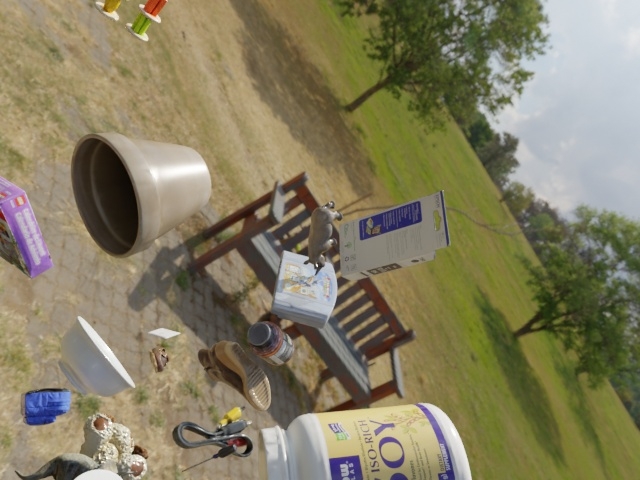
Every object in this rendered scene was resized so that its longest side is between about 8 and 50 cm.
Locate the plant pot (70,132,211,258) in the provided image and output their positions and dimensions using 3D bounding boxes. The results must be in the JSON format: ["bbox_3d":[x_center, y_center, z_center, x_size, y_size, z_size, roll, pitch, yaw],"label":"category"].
[{"bbox_3d":[-0.466,-0.146,1.421,0.280,0.323,0.323,-25,84,-47],"label":"plant pot"}]

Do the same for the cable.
[{"bbox_3d":[-0.287,0.545,1.428,0.287,0.072,0.139,7,62,-52],"label":"cable"}]

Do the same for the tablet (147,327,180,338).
[{"bbox_3d":[-0.452,0.267,1.501,0.054,0.083,0.006,-13,104,-53],"label":"tablet"}]

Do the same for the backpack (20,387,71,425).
[{"bbox_3d":[-0.768,0.463,1.461,0.120,0.098,0.101,3,80,-38],"label":"backpack"}]

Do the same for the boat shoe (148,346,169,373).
[{"bbox_3d":[-0.639,0.469,2.075,0.207,0.073,0.073,-162,-115,-66],"label":"boat shoe"}]

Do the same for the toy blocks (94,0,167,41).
[{"bbox_3d":[-0.375,-0.508,1.075,0.123,0.148,0.054,30,27,-29],"label":"toy blocks"}]

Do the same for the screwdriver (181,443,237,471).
[{"bbox_3d":[-0.292,0.570,1.363,0.024,0.170,0.025,58,16,-23],"label":"screwdriver"}]

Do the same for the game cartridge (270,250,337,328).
[{"bbox_3d":[-0.046,0.150,1.662,0.198,0.062,0.297,12,33,-5],"label":"game cartridge"}]

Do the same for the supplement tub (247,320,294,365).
[{"bbox_3d":[-0.154,0.307,1.573,0.198,0.106,0.106,61,7,-60],"label":"supplement tub"}]

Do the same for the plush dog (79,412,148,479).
[{"bbox_3d":[-0.709,0.706,1.753,0.262,0.210,0.225,50,6,-1],"label":"plush dog"}]

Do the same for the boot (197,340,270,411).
[{"bbox_3d":[-0.274,0.432,1.650,0.090,0.207,0.248,-32,95,-44],"label":"boot"}]

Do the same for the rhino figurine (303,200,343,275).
[{"bbox_3d":[0.000,0.000,1.641,0.073,0.243,0.106,22,22,30],"label":"rhino figurine"}]

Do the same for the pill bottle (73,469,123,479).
[{"bbox_3d":[-0.538,0.666,1.196,0.162,0.278,0.162,20,28,-11],"label":"pill bottle"}]

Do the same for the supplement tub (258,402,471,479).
[{"bbox_3d":[0.065,0.420,0.910,0.241,0.331,0.241,178,-90,-78],"label":"supplement tub"}]

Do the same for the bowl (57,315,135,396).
[{"bbox_3d":[-0.743,0.399,1.676,0.298,0.134,0.298,44,-22,22],"label":"bowl"}]

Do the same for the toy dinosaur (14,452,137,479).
[{"bbox_3d":[-0.724,0.697,1.542,0.313,0.160,0.121,25,-13,-9],"label":"toy dinosaur"}]

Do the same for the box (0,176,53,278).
[{"bbox_3d":[-0.706,-0.064,1.108,0.057,0.293,0.201,-42,148,-40],"label":"box"}]

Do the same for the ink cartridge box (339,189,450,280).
[{"bbox_3d":[0.202,-0.006,1.413,0.065,0.333,0.165,27,54,-46],"label":"ink cartridge box"}]
